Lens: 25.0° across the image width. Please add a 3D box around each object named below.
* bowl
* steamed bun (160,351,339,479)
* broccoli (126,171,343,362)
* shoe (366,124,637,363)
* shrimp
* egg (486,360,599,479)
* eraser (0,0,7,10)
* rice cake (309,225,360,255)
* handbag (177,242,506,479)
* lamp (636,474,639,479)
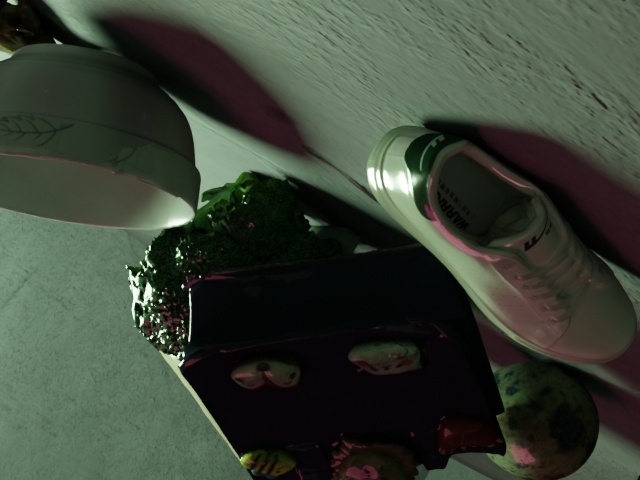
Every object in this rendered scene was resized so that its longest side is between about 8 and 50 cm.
[{"bbox_3d":[-0.260,-0.115,1.528,0.287,0.143,0.287,9,168,2],"label":"bowl"},{"bbox_3d":[-0.051,0.139,1.924,0.383,0.236,0.247,50,-152,18],"label":"steamed bun"},{"bbox_3d":[-0.098,0.044,1.720,0.265,0.245,0.294,25,150,-25],"label":"broccoli"},{"bbox_3d":[0.152,0.010,1.088,0.265,0.095,0.110,37,170,-14],"label":"shoe"},{"bbox_3d":[-0.325,-0.229,1.557,0.117,0.066,0.262,23,-177,12],"label":"shrimp"},{"bbox_3d":[0.252,0.213,1.725,0.141,0.141,0.182,36,176,-23],"label":"egg"},{"bbox_3d":[-0.198,-0.191,0.791,0.068,0.210,0.124,30,171,20],"label":"eraser"},{"bbox_3d":[0.001,0.000,1.782,0.033,0.033,0.208,35,171,-15],"label":"rice cake"},{"bbox_3d":[0.031,0.159,1.573,0.303,0.122,0.329,-8,138,14],"label":"handbag"},{"bbox_3d":[0.425,0.296,1.444,0.258,0.180,0.180,30,172,9],"label":"lamp"}]
